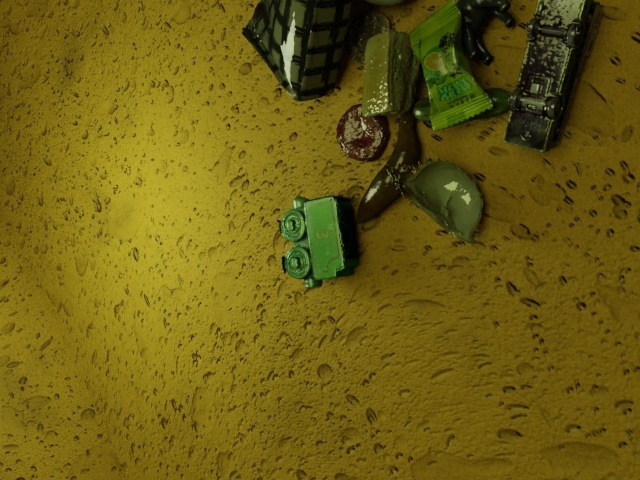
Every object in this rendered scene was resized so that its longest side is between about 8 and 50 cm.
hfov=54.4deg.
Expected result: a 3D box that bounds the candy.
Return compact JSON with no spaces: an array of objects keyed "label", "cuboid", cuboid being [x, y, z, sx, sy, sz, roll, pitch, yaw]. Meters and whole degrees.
[{"label":"candy","cuboid":[0.269,-0.372,1.346,0.149,0.069,0.246,-19,85,41]}]

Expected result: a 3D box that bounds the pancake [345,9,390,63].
[{"label":"pancake","cuboid":[0.120,-0.515,1.573,0.139,0.022,0.140,2,93,38]}]

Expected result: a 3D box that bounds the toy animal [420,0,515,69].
[{"label":"toy animal","cuboid":[0.323,-0.449,1.386,0.269,0.082,0.137,-52,60,34]}]

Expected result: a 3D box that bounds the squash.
[{"label":"squash","cuboid":[0.318,-0.303,1.405,0.228,0.066,0.066,3,93,38]}]

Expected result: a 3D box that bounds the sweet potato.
[{"label":"sweet potato","cuboid":[0.176,-0.177,1.509,0.108,0.079,0.346,39,111,43]}]

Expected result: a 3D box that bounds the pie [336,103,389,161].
[{"label":"pie","cuboid":[0.106,-0.274,1.582,0.153,0.038,0.154,2,94,35]}]

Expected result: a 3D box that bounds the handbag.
[{"label":"handbag","cuboid":[-0.071,-0.577,1.573,0.327,0.162,0.325,52,150,29]}]

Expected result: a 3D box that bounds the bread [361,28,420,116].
[{"label":"bread","cuboid":[0.165,-0.388,1.469,0.138,0.102,0.196,-164,77,-68]}]

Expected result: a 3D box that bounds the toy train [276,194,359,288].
[{"label":"toy train","cuboid":[0.000,0.000,1.622,0.188,0.132,0.243,-9,86,29]}]

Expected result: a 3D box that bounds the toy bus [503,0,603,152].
[{"label":"toy bus","cuboid":[0.464,-0.337,1.250,0.113,0.139,0.302,24,114,35]}]

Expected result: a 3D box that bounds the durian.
[{"label":"durian","cuboid":[0.265,-0.101,1.399,0.252,0.139,0.144,42,127,-8]}]

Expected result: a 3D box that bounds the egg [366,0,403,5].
[{"label":"egg","cuboid":[0.135,-0.642,1.476,0.209,0.151,0.151,43,116,21]}]
